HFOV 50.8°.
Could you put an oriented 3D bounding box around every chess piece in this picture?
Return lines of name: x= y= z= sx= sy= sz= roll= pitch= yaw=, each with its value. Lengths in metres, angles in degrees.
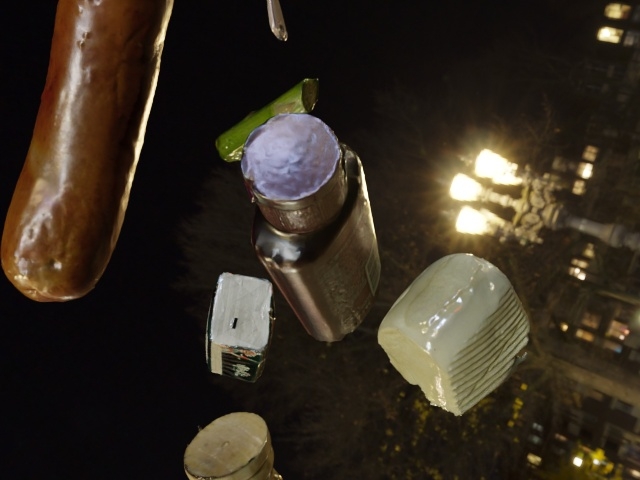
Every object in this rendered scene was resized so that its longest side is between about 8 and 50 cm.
chess piece: x=-0.104 y=0.423 z=1.056 sx=0.137 sy=0.137 sz=0.301 roll=-39 pitch=-56 yaw=-40

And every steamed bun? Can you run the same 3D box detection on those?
steamed bun: x=0.252 y=0.171 z=1.410 sx=0.290 sy=0.272 sz=0.273 roll=-44 pitch=-48 yaw=-27

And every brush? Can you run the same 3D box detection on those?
brush: x=-0.105 y=-0.610 z=1.532 sx=0.072 sy=0.067 sz=0.313 roll=-1 pitch=-101 yaw=-59

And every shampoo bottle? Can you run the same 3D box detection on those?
shampoo bottle: x=0.000 y=0.000 z=0.619 sx=0.129 sy=0.084 sz=0.323 roll=-60 pitch=-18 yaw=-14

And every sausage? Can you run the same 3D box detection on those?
sausage: x=-0.157 y=-0.105 z=0.471 sx=0.103 sy=0.076 sz=0.302 roll=-107 pitch=32 yaw=-78

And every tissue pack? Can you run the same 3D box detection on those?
tissue pack: x=-0.111 y=0.124 z=0.932 sx=0.170 sy=0.090 sz=0.103 roll=112 pitch=166 yaw=-64

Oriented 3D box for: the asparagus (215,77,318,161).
asparagus: x=-0.100 y=-0.219 z=1.256 sx=0.060 sy=0.277 sz=0.067 roll=33 pitch=-125 yaw=-31
